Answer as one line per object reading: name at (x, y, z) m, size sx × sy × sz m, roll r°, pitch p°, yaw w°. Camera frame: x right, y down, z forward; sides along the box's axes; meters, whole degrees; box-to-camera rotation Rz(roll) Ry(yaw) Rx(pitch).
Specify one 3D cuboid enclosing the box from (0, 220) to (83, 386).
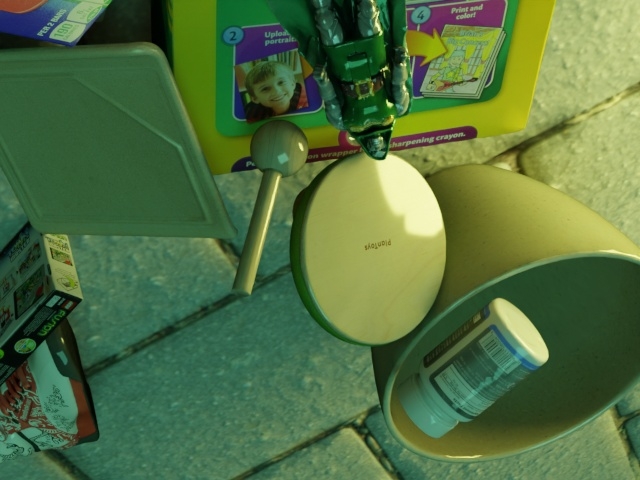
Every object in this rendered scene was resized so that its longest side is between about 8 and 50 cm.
box at (-0.327, 0.080, 1.283) m, size 0.036 × 0.114 × 0.207 m, roll 26°, pitch 120°, yaw -41°

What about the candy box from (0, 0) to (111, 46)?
candy box at (-0.215, -0.271, 0.772) m, size 0.268 × 0.122 × 0.317 m, roll -43°, pitch 154°, yaw 26°

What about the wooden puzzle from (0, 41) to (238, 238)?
wooden puzzle at (-0.204, -0.090, 1.139) m, size 0.221 × 0.044 × 0.238 m, roll 2°, pitch 138°, yaw 23°

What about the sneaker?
sneaker at (-0.326, 0.170, 1.362) m, size 0.145 × 0.090 × 0.270 m, roll -13°, pitch 154°, yaw -10°

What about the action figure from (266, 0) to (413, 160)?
action figure at (0.031, -0.160, 1.073) m, size 0.137 × 0.063 × 0.232 m, roll -13°, pitch 134°, yaw 5°

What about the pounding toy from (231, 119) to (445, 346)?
pounding toy at (0.000, 0.000, 1.188) m, size 0.237 × 0.182 × 0.110 m, roll 22°, pitch 165°, yaw -37°

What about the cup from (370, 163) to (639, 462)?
cup at (0.188, 0.054, 1.392) m, size 0.331 × 0.237 × 0.331 m, roll -13°, pitch 136°, yaw -12°

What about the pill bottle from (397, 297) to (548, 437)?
pill bottle at (0.145, 0.126, 1.212) m, size 0.137 × 0.078 × 0.078 m, roll -42°, pitch 135°, yaw 20°

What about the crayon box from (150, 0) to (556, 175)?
crayon box at (0.031, -0.225, 1.135) m, size 0.363 × 0.106 × 0.313 m, roll -9°, pitch 135°, yaw -14°

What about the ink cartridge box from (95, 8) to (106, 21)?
ink cartridge box at (-0.243, -0.251, 0.972) m, size 0.181 × 0.056 × 0.224 m, roll -3°, pitch 158°, yaw -21°
